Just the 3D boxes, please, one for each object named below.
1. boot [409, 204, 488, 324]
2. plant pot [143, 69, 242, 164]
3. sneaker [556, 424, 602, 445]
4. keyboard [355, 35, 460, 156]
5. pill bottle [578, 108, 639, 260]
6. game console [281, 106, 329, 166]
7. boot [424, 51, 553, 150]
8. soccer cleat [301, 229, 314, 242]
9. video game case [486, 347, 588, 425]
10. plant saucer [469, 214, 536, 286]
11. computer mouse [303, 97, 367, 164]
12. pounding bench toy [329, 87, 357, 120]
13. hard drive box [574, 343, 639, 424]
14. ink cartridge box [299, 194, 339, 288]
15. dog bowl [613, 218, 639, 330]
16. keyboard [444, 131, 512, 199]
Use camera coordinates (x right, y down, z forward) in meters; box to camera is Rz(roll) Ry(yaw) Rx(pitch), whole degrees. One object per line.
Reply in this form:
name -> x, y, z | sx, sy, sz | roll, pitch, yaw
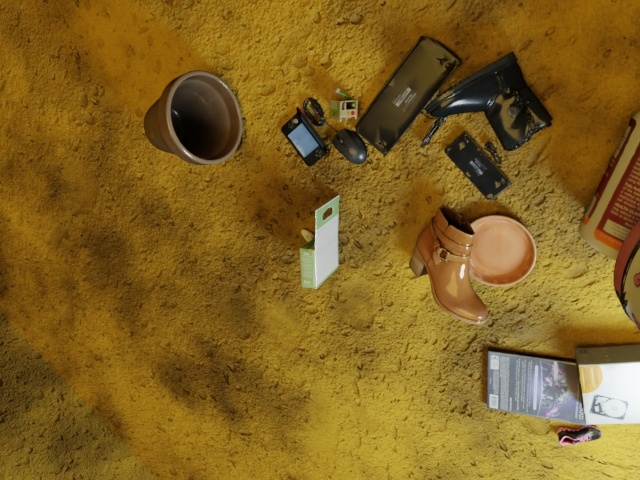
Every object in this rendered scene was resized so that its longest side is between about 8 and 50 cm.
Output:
boot -> 0.365, 0.061, 1.485 | 0.283, 0.109, 0.220 | 53, 140, 33
plant pot -> -0.401, -0.347, 1.667 | 0.229, 0.263, 0.263 | 2, 111, 42
sneaker -> 0.720, 0.549, 1.579 | 0.119, 0.057, 0.047 | -17, 100, 28
keyboard -> 0.247, -0.347, 1.468 | 0.201, 0.033, 0.317 | 43, 122, 6
pill bottle -> 0.738, -0.148, 1.201 | 0.224, 0.224, 0.392 | 23, 118, 16
game console -> -0.047, -0.289, 1.597 | 0.124, 0.085, 0.144 | -36, 92, 31
boot -> 0.402, -0.299, 1.351 | 0.246, 0.094, 0.207 | -29, 94, 9
soccer cleat -> -0.029, -0.001, 1.729 | 0.083, 0.035, 0.029 | 45, 122, 3
video game case -> 0.611, 0.410, 1.595 | 0.274, 0.026, 0.196 | 4, 111, 23
plant saucer -> 0.468, 0.024, 1.504 | 0.200, 0.037, 0.200 | 9, 112, 23
computer mouse -> 0.037, -0.304, 1.578 | 0.242, 0.041, 0.071 | 44, 122, 5
pounding bench toy -> 0.065, -0.368, 1.522 | 0.052, 0.065, 0.083 | 29, 125, 51
hard drive box -> 0.784, 0.364, 1.442 | 0.232, 0.089, 0.181 | -9, 106, 20
ink cartridge box -> 0.000, 0.000, 1.637 | 0.056, 0.171, 0.235 | 7, 112, 23
dog bowl -> 0.766, 0.046, 1.103 | 0.408, 0.150, 0.408 | -8, 122, -13
keyboard -> 0.414, -0.199, 1.452 | 0.180, 0.023, 0.108 | 48, 128, 1
